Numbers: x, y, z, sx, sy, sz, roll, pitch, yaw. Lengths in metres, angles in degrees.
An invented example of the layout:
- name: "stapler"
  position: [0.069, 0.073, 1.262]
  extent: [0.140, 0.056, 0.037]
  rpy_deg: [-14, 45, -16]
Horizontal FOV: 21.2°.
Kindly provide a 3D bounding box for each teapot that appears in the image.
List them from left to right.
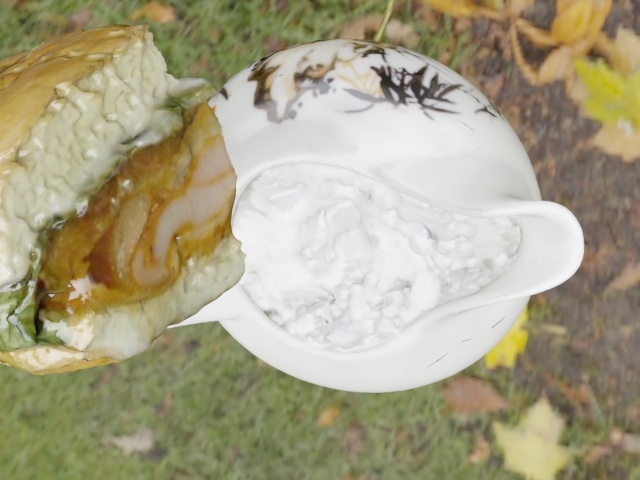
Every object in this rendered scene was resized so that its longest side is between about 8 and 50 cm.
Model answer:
- name: "teapot"
  position: [0.000, 0.000, 0.957]
  extent: [0.300, 0.166, 0.208]
  rpy_deg: [-16, 122, 15]

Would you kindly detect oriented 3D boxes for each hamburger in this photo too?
- name: "hamburger"
  position: [-0.158, -0.018, 0.781]
  extent: [0.208, 0.155, 0.135]
  rpy_deg: [4, 112, 39]
